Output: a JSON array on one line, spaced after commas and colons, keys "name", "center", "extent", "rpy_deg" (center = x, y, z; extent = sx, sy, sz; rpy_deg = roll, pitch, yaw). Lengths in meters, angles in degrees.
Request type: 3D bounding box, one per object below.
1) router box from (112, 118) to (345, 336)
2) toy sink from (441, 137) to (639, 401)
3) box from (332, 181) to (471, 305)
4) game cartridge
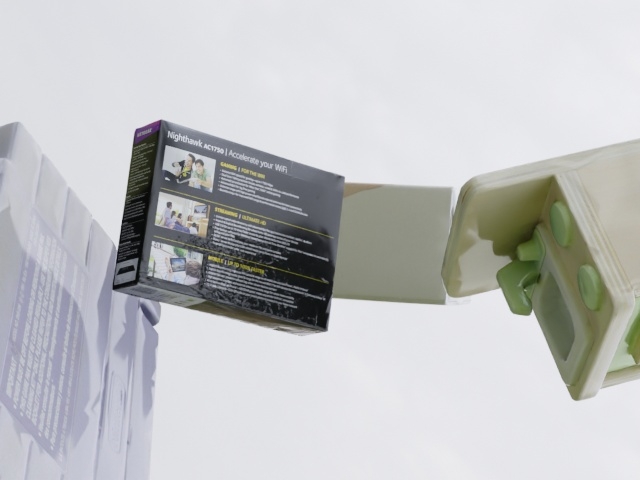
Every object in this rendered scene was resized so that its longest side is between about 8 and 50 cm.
[{"name": "router box", "center": [-0.068, -0.007, 1.282], "extent": [0.046, 0.179, 0.133], "rpy_deg": [-14, -115, 54]}, {"name": "toy sink", "center": [0.225, 0.022, 1.201], "extent": [0.153, 0.234, 0.131], "rpy_deg": [97, -22, -56]}, {"name": "box", "center": [0.000, 0.000, 1.706], "extent": [0.148, 0.311, 0.121], "rpy_deg": [9, 84, -76]}, {"name": "game cartridge", "center": [-0.201, 0.096, 1.171], "extent": [0.230, 0.068, 0.355], "rpy_deg": [52, 21, -33]}]
